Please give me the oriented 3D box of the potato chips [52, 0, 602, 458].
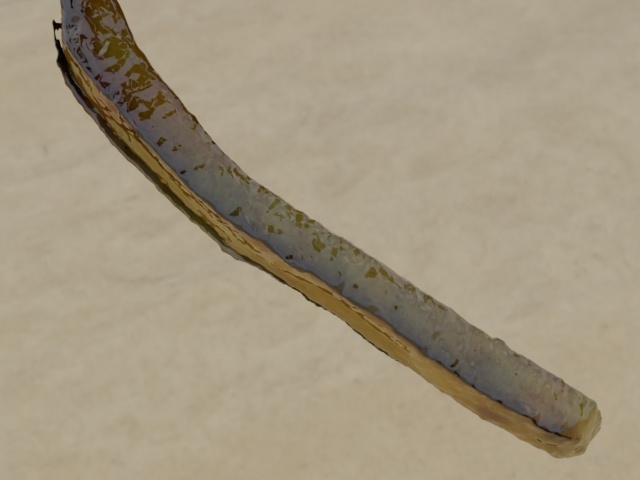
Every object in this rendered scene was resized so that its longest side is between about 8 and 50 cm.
[{"bbox_3d":[0.000,0.000,0.439,0.037,0.204,0.026,-51,4,-15],"label":"potato chips"}]
